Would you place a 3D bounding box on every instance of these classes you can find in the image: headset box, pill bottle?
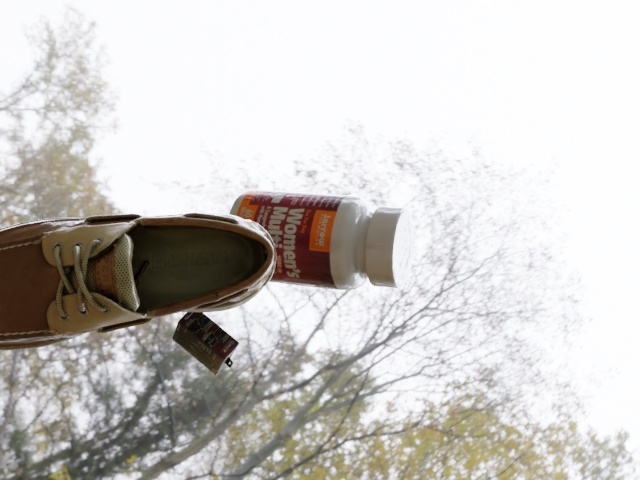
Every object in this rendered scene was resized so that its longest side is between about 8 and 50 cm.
[{"bbox_3d":[-0.142,0.129,0.956,0.083,0.032,0.062,40,-33,4],"label":"headset box"},{"bbox_3d":[0.000,0.000,0.975,0.221,0.121,0.121,5,-82,21],"label":"pill bottle"}]

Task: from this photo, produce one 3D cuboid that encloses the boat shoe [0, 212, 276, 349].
[{"bbox_3d":[-0.194,0.026,0.700,0.120,0.324,0.123,162,-83,-72],"label":"boat shoe"}]
